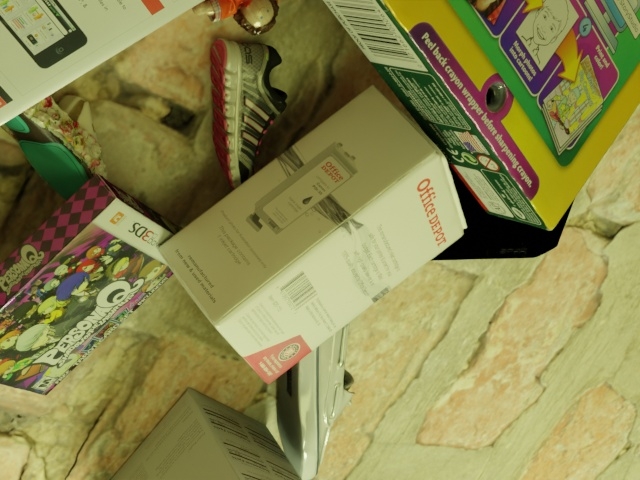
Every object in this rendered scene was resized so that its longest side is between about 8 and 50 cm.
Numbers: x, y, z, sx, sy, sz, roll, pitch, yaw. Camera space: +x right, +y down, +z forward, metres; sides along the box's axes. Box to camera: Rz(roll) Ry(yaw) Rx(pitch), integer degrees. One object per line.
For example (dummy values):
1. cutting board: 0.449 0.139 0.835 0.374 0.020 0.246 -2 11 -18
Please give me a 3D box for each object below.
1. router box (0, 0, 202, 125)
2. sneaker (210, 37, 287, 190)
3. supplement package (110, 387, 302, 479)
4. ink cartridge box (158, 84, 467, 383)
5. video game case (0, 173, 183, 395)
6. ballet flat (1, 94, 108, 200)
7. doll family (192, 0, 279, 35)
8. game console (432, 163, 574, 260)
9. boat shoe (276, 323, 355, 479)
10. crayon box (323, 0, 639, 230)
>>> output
1. router box: -0.246 -0.272 0.920 0.301 0.082 0.335 -30 131 6
2. sneaker: -0.068 -0.126 1.265 0.075 0.063 0.170 -10 120 -17
3. supplement package: -0.127 0.323 1.436 0.149 0.203 0.194 33 101 -40
4. ink cartridge box: 0.000 0.000 1.316 0.283 0.117 0.207 -38 153 -4
5. video game case: -0.250 0.052 1.236 0.232 0.042 0.210 -43 159 2
6. ballet flat: -0.257 -0.121 1.153 0.077 0.091 0.241 -61 141 -22
7. doll family: -0.049 -0.298 1.150 0.263 0.118 0.163 -50 127 -16
8. game console: 0.234 -0.138 1.448 0.213 0.044 0.361 -2 120 -30
9. boat shoe: 0.001 0.179 1.488 0.084 0.095 0.258 -10 126 -20
10. crayon box: 0.200 -0.243 1.228 0.313 0.106 0.363 -54 130 -14
